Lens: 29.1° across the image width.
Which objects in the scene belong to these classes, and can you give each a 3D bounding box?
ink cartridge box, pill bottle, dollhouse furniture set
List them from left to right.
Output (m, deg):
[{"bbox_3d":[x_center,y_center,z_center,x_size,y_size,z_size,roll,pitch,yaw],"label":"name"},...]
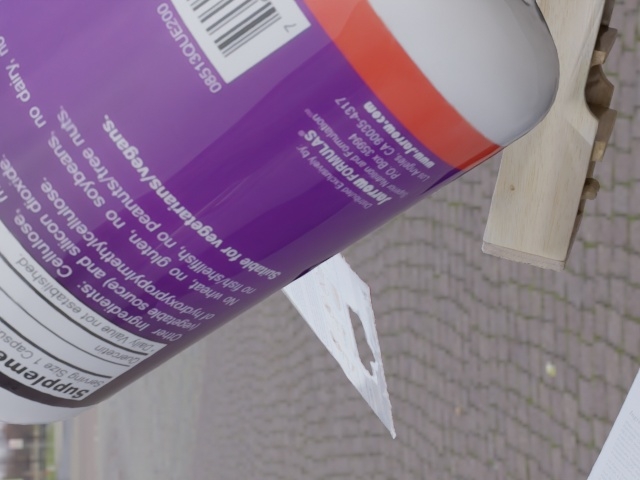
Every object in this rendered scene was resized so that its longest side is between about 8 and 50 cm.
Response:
[{"bbox_3d":[-0.080,-0.046,0.498,0.181,0.323,0.181,48,-159,-26],"label":"pill bottle"},{"bbox_3d":[0.000,0.000,0.835,0.224,0.056,0.181,48,162,36],"label":"ink cartridge box"},{"bbox_3d":[0.359,-0.083,0.987,0.362,0.394,0.256,-46,-32,-65],"label":"dollhouse furniture set"}]

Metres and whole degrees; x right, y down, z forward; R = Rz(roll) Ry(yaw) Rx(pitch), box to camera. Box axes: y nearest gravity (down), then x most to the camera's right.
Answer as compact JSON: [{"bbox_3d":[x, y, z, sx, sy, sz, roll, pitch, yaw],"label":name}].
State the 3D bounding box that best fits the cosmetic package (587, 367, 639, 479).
[{"bbox_3d":[0.393,0.169,1.094,0.138,0.224,0.224,48,130,49],"label":"cosmetic package"}]
